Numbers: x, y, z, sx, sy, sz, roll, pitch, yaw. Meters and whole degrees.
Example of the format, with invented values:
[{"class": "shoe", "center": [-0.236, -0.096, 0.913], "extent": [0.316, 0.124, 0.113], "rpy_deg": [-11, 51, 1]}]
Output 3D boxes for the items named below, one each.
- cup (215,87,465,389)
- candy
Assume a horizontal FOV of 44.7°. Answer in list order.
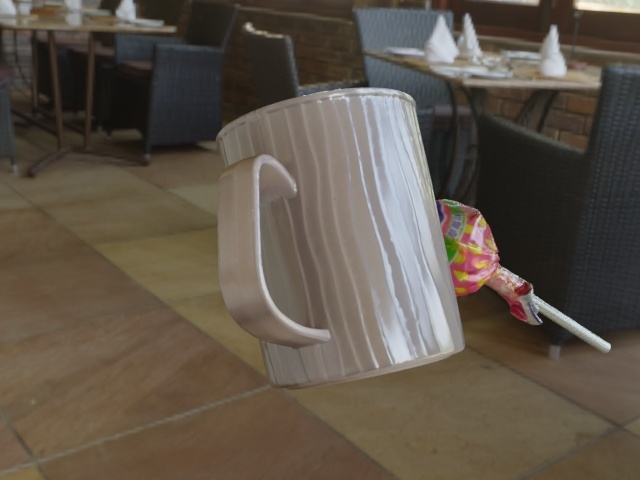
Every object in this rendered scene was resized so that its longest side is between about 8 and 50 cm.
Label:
[{"class": "cup", "center": [0.019, -0.004, 0.758], "extent": [0.209, 0.273, 0.288], "rpy_deg": [-11, -7, 1]}, {"class": "candy", "center": [0.256, 0.067, 1.024], "extent": [0.365, 0.124, 0.124], "rpy_deg": [32, 8, -23]}]
